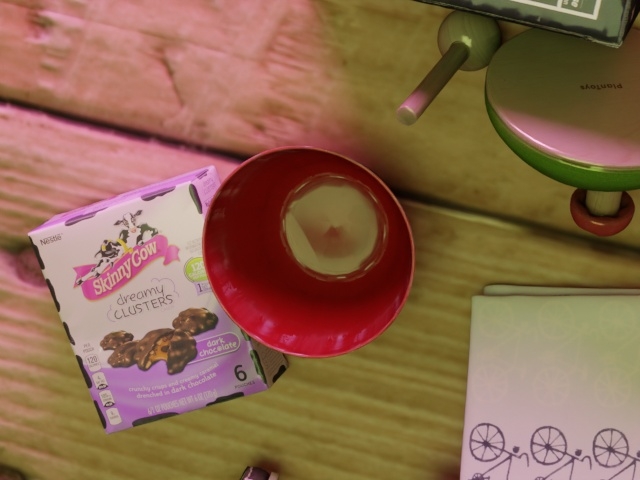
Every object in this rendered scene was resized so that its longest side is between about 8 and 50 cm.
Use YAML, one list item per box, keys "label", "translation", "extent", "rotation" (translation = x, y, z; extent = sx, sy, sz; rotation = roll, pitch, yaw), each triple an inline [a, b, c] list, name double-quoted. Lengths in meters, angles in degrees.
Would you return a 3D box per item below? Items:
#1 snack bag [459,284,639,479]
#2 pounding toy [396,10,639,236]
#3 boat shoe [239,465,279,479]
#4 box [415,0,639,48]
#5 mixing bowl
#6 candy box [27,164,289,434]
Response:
- label: "snack bag"
  translation: [0.276, 0.191, 1.458]
  extent: [0.342, 0.037, 0.323]
  rotation: [0, 74, 21]
- label: "pounding toy"
  translation: [0.189, -0.084, 1.452]
  extent: [0.237, 0.183, 0.110]
  rotation: [15, 134, 11]
- label: "boat shoe"
  translation: [-0.112, 0.289, 1.656]
  extent: [0.068, 0.081, 0.228]
  rotation: [30, 112, 1]
- label: "box"
  translation: [0.127, -0.329, 1.377]
  extent: [0.294, 0.183, 0.296]
  rotation: [15, 109, 12]
- label: "mixing bowl"
  translation: [0.000, 0.000, 1.542]
  extent: [0.181, 0.098, 0.181]
  rotation: [3, 104, 14]
- label: "candy box"
  translation: [-0.142, 0.053, 1.608]
  extent: [0.165, 0.070, 0.196]
  rotation: [-17, 100, 19]
